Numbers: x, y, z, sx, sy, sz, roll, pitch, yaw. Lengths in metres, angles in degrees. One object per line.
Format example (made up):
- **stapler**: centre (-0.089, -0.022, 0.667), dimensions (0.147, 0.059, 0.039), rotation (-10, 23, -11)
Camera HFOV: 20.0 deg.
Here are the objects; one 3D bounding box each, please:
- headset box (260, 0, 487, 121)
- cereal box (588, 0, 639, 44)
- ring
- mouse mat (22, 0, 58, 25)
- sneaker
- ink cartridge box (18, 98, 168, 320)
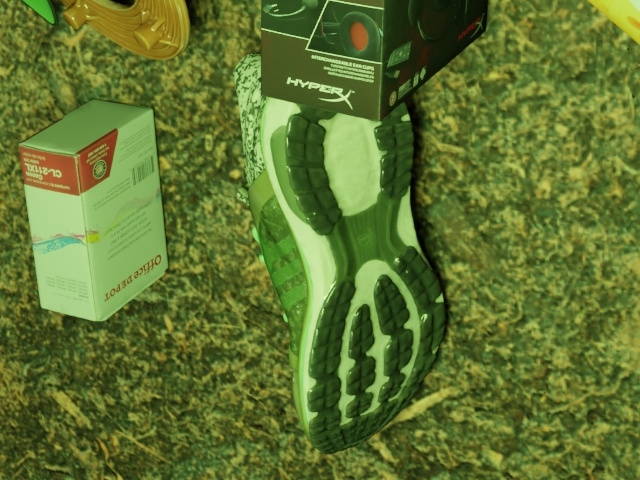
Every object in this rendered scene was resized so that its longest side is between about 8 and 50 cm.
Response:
- **headset box**: centre (0.049, -0.271, 1.402), dimensions (0.110, 0.218, 0.293), rotation (14, 120, 23)
- **cereal box**: centre (0.301, -0.220, 1.338), dimensions (0.173, 0.047, 0.240), rotation (43, 146, 13)
- **ring**: centre (-0.240, -0.281, 1.566), dimensions (0.336, 0.032, 0.336), rotation (42, 163, 15)
- **mouse mat**: centre (-0.304, -0.284, 1.647), dimensions (0.152, 0.007, 0.190), rotation (39, 161, 20)
- **sneaker**: centre (0.000, 0.000, 1.654), dimensions (0.182, 0.158, 0.410), rotation (34, 136, 51)
- **ink cartridge box**: centre (-0.215, -0.029, 1.736), dimensions (0.072, 0.127, 0.175), rotation (11, 119, 27)
